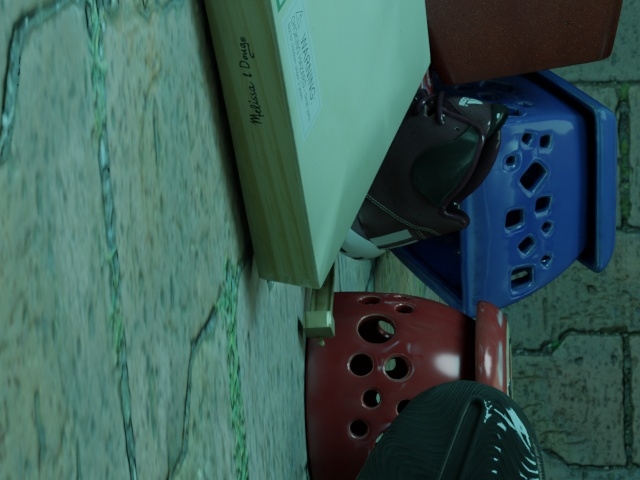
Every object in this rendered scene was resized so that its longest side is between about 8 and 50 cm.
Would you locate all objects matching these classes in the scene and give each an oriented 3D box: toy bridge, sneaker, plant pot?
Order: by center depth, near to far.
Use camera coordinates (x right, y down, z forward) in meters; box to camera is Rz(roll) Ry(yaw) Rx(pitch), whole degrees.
[{"bbox_3d":[0.075,-0.131,1.626,0.106,0.163,0.281,-8,89,-65],"label":"sneaker"},{"bbox_3d":[0.066,0.333,1.650,0.257,0.169,0.447,127,-24,-87],"label":"sneaker"},{"bbox_3d":[0.000,0.000,1.671,0.063,0.026,0.188,68,20,-70],"label":"toy bridge"},{"bbox_3d":[0.083,0.138,1.727,0.191,0.174,0.191,-2,90,-84],"label":"plant pot"},{"bbox_3d":[0.195,-0.310,2.062,0.267,0.267,0.235,-94,173,-68],"label":"plant pot"},{"bbox_3d":[0.204,-0.075,2.199,0.236,0.212,0.236,-136,-142,-57],"label":"plant pot"}]

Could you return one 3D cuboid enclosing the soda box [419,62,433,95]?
[{"bbox_3d":[0.063,-0.138,1.951,0.263,0.083,0.092,-20,108,-81],"label":"soda box"}]

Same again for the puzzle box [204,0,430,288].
[{"bbox_3d":[-0.002,-0.204,1.348,0.409,0.052,0.272,81,26,-42],"label":"puzzle box"}]
